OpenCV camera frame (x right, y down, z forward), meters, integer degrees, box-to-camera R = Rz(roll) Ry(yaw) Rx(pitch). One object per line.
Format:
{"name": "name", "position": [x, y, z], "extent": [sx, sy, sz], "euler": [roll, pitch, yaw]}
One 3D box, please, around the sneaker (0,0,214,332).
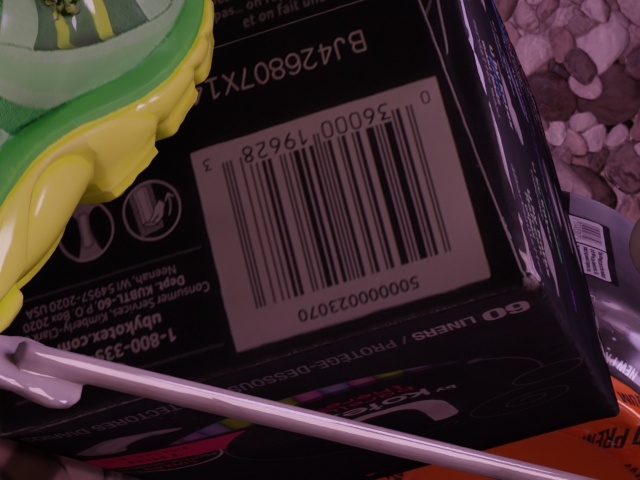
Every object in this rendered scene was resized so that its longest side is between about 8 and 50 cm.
{"name": "sneaker", "position": [-0.094, -0.057, 0.366], "extent": [0.295, 0.109, 0.123], "euler": [-79, 156, -67]}

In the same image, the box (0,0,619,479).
{"name": "box", "position": [0.000, 0.000, 0.615], "extent": [0.270, 0.165, 0.143], "euler": [41, 34, -71]}

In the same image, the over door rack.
{"name": "over door rack", "position": [0.082, 0.091, 0.358], "extent": [0.239, 0.324, 0.108], "euler": [52, -52, 48]}

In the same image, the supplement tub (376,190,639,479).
{"name": "supplement tub", "position": [0.104, 0.098, 0.907], "extent": [0.338, 0.207, 0.207], "euler": [-58, 132, -75]}
